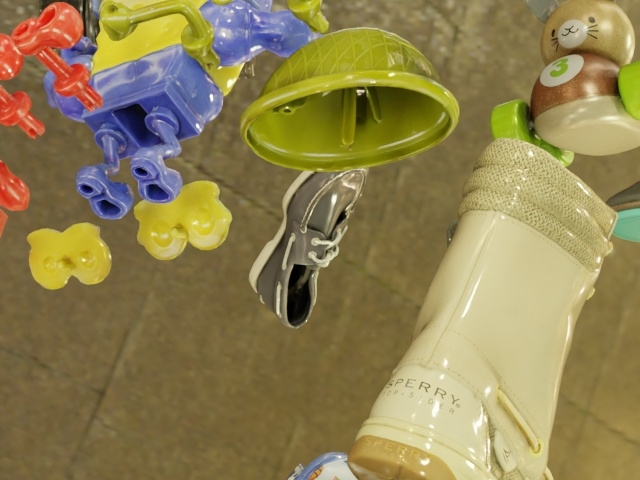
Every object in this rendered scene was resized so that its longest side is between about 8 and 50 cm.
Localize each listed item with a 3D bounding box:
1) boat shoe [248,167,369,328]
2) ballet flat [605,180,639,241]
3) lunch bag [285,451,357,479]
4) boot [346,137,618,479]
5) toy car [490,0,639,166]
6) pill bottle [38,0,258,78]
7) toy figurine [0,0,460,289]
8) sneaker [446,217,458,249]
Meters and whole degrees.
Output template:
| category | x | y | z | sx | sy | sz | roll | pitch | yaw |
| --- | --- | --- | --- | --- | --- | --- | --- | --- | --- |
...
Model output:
| category | x | y | z | sx | sy | sz | roll | pitch | yaw |
| --- | --- | --- | --- | --- | --- | --- | --- | --- | --- |
| boat shoe | 0.000 | 0.000 | 1.410 | 0.075 | 0.065 | 0.206 | -9 | 147 | -33 |
| ballet flat | 0.362 | -0.040 | 1.238 | 0.095 | 0.280 | 0.096 | 55 | 43 | -63 |
| lunch bag | 0.010 | 0.413 | 2.163 | 0.243 | 0.115 | 0.303 | -49 | 146 | 5 |
| boot | 0.109 | 0.076 | 0.917 | 0.203 | 0.095 | 0.262 | -68 | 152 | -16 |
| toy car | 0.240 | -0.177 | 1.482 | 0.149 | 0.155 | 0.188 | 13 | 64 | -57 |
| pill bottle | -0.174 | -0.227 | 1.663 | 0.123 | 0.219 | 0.122 | 180 | -90 | -89 |
| toy figurine | -0.090 | -0.136 | 0.982 | 0.191 | 0.362 | 0.217 | 46 | 41 | -36 |
| sneaker | 0.217 | 0.085 | 2.020 | 0.130 | 0.087 | 0.227 | 15 | 65 | -63 |
